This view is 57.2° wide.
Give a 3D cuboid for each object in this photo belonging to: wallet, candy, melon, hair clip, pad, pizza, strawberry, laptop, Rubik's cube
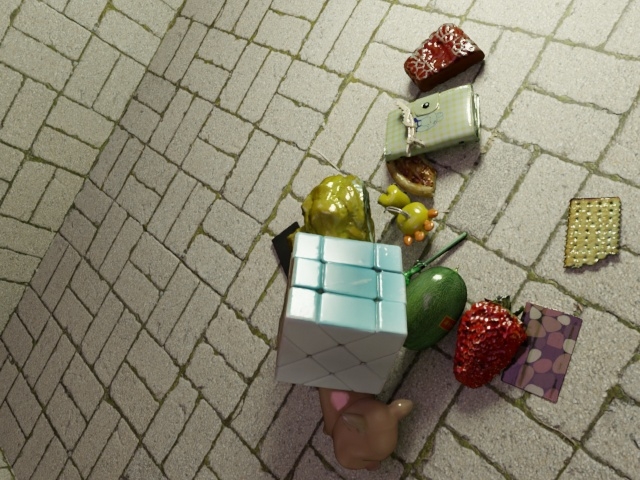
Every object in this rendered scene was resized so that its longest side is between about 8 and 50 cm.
[{"bbox_3d":[0.360,-0.380,1.915,0.309,0.077,0.224,-10,62,28],"label":"wallet"},{"bbox_3d":[0.321,0.072,1.828,0.323,0.097,0.097,-37,56,11],"label":"candy"},{"bbox_3d":[0.320,0.190,1.707,0.182,0.182,0.288,43,104,38],"label":"melon"},{"bbox_3d":[0.291,-0.373,1.889,0.072,0.034,0.226,-19,59,22],"label":"hair clip"},{"bbox_3d":[0.595,0.296,1.583,0.158,0.003,0.235,17,84,39],"label":"pad"},{"bbox_3d":[0.301,-0.237,1.953,0.134,0.056,0.271,-39,55,20],"label":"pizza"},{"bbox_3d":[0.452,0.274,1.628,0.188,0.106,0.286,24,90,43],"label":"strawberry"},{"bbox_3d":[-0.101,0.037,2.178,0.135,0.016,0.197,-36,57,19],"label":"laptop"},{"bbox_3d":[0.050,0.207,1.661,0.321,0.319,0.316,9,46,-3],"label":"Rubik's cube"}]

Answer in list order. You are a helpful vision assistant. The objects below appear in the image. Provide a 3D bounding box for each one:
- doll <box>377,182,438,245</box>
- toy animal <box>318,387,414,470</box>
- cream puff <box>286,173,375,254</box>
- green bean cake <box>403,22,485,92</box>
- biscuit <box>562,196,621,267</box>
[{"bbox_3d":[0.283,-0.080,1.860,0.143,0.135,0.221,-45,41,12],"label":"doll"},{"bbox_3d":[0.109,0.516,1.741,0.269,0.236,0.327,-49,50,50],"label":"toy animal"},{"bbox_3d":[0.031,-0.030,1.887,0.275,0.378,0.379,-6,69,11],"label":"cream puff"},{"bbox_3d":[0.408,-0.607,1.979,0.232,0.097,0.199,-39,55,18],"label":"green bean cake"},{"bbox_3d":[0.735,-0.023,1.585,0.143,0.016,0.203,-1,73,36],"label":"biscuit"}]
